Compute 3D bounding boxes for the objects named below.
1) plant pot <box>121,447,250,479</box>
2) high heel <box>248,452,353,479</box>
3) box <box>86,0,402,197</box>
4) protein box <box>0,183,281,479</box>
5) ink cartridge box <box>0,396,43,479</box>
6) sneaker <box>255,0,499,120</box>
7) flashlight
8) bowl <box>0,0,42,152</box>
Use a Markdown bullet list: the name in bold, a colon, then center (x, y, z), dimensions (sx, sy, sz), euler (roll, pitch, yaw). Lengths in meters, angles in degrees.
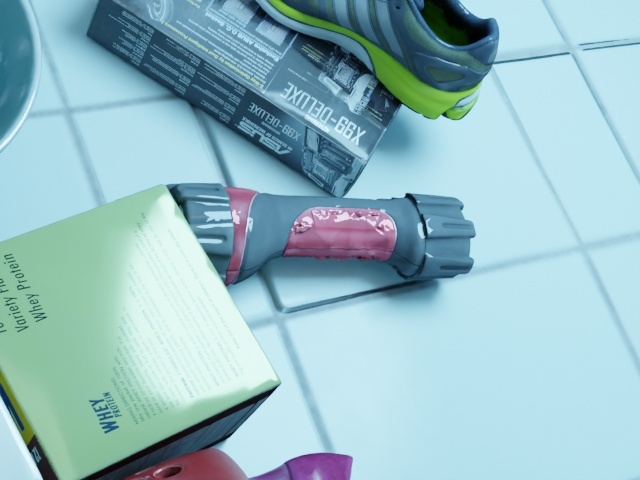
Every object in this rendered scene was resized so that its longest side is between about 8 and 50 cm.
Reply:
- **plant pot**: center (-0.127, 0.268, 0.973), dimensions (0.174, 0.191, 0.191), euler (-17, 70, -24)
- **high heel**: center (0.013, 0.289, 1.088), dimensions (0.117, 0.082, 0.244), euler (-13, 54, -19)
- **box**: center (-0.045, -0.220, 1.362), dimensions (0.307, 0.076, 0.242), euler (32, 54, -4)
- **protein box**: center (-0.182, 0.095, 1.078), dimensions (0.201, 0.136, 0.199), euler (-23, 74, -33)
- **ink cartridge box**: center (-0.302, 0.150, 0.905), dimensions (0.115, 0.273, 0.198), euler (-22, 73, -33)
- **sneaker**: center (0.050, -0.245, 1.294), dimensions (0.300, 0.121, 0.111), euler (32, 53, -5)
- **flashlight**: center (0.000, 0.000, 1.241), dimensions (0.304, 0.103, 0.103), euler (3, 87, -24)
- **bowl**: center (-0.399, -0.126, 1.092), dimensions (0.312, 0.163, 0.311), euler (11, 58, -18)
